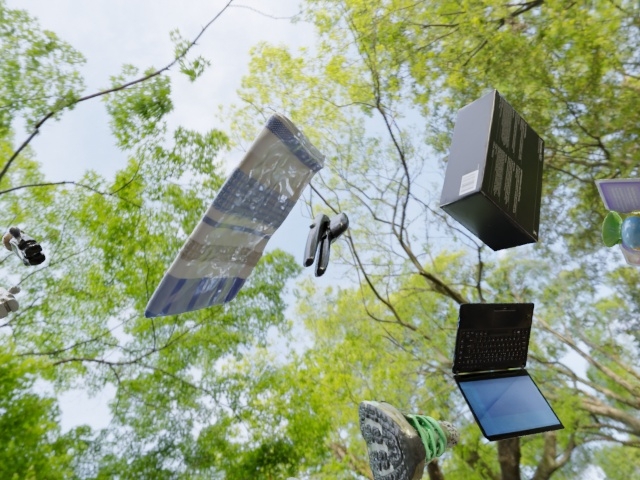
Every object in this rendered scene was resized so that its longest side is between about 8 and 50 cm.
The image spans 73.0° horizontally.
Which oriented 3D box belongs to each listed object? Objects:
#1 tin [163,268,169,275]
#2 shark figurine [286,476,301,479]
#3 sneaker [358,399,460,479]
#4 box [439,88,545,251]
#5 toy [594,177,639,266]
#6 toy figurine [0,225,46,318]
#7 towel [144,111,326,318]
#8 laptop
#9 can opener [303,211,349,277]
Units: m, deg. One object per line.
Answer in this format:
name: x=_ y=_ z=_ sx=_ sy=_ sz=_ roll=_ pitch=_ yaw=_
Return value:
tin: x=-0.298 y=0.096 z=0.986 sx=0.106 sy=0.190 sz=0.040 roll=-6 pitch=-78 yaw=-21
shark figurine: x=-0.136 y=0.720 z=1.103 sx=0.166 sy=0.278 sz=0.116 roll=40 pitch=-53 yaw=-20
sneaker: x=0.174 y=0.367 z=0.818 sx=0.182 sy=0.157 sz=0.410 roll=-14 pitch=-23 yaw=-3
box: x=0.352 y=-0.138 z=0.870 sx=0.184 sy=0.103 sz=0.261 roll=32 pitch=-120 yaw=-23
toy: x=0.382 y=0.007 z=0.390 sx=0.056 sy=0.237 sz=0.136 roll=-46 pitch=-64 yaw=-15
toy figurine: x=-0.732 y=0.050 z=0.914 sx=0.210 sy=0.148 sz=0.212 roll=31 pitch=-100 yaw=-59
towel: x=-0.097 y=-0.022 z=0.577 sx=0.034 sy=0.209 sz=0.284 roll=35 pitch=-86 yaw=12
laptop: x=0.436 y=0.285 z=0.986 sx=0.235 sy=0.137 sz=0.263 roll=3 pitch=-85 yaw=-24
can opener: x=0.000 y=0.000 z=0.743 sx=0.059 sy=0.186 sz=0.073 roll=38 pitch=-60 yaw=-7
